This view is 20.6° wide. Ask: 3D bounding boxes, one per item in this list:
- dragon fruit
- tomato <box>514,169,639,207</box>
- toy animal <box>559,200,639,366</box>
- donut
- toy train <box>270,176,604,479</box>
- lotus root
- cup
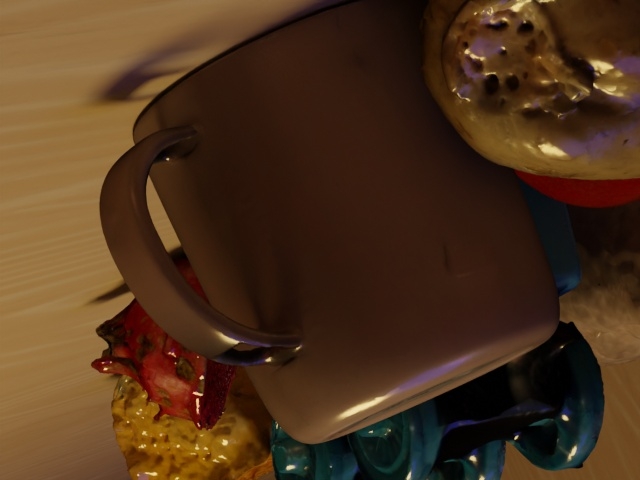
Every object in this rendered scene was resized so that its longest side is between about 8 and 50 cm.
[{"bbox_3d":[-0.124,0.069,1.407,0.111,0.153,0.153,9,173,5],"label":"dragon fruit"},{"bbox_3d":[0.200,-0.098,1.121,0.195,0.136,0.195,-24,172,-4],"label":"tomato"},{"bbox_3d":[0.217,-0.013,1.412,0.358,0.188,0.226,-1,-124,47],"label":"toy animal"},{"bbox_3d":[-0.009,0.134,1.890,0.435,0.163,0.378,-33,169,36],"label":"donut"},{"bbox_3d":[0.067,0.062,1.286,0.188,0.265,0.300,-5,164,-25],"label":"toy train"},{"bbox_3d":[0.175,-0.112,0.925,0.284,0.146,0.160,-16,162,-45],"label":"lotus root"},{"bbox_3d":[0.000,0.000,0.959,0.253,0.200,0.191,-14,167,-45],"label":"cup"}]
